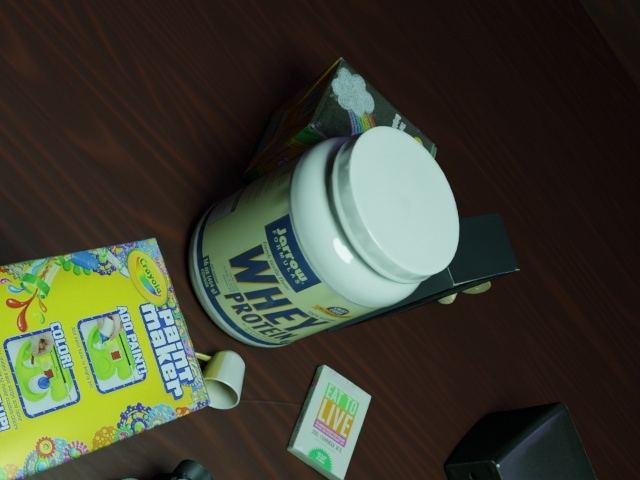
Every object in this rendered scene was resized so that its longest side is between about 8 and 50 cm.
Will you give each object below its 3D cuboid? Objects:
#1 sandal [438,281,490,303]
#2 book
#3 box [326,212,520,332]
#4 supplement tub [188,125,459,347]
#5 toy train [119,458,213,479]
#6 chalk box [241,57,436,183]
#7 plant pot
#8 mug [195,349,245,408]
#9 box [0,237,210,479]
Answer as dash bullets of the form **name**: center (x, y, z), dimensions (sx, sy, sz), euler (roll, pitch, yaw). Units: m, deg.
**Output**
- **sandal**: center (0.236, 0.078, 1.548), dimensions (0.240, 0.088, 0.079), euler (21, 51, -43)
- **book**: center (0.012, 0.270, 1.277), dimensions (0.096, 0.035, 0.144), euler (39, 49, -20)
- **box**: center (0.143, 0.051, 1.338), dimensions (0.184, 0.261, 0.103), euler (-12, 80, -48)
- **supplement tub**: center (0.000, 0.000, 1.171), dimensions (0.235, 0.325, 0.235), euler (21, 57, -37)
- **toy train**: center (-0.200, 0.400, 0.929), dimensions (0.190, 0.142, 0.334), euler (60, 41, -19)
- **chalk box**: center (0.057, -0.107, 1.379), dimensions (0.289, 0.179, 0.180), euler (40, 46, -21)
- **plant pot**: center (0.322, 0.394, 1.425), dimensions (0.167, 0.187, 0.188), euler (-18, 84, -36)
- **mug**: center (-0.135, 0.177, 1.151), dimensions (0.078, 0.062, 0.064), euler (49, 36, -26)
- **box**: center (-0.316, 0.139, 0.814), dimensions (0.279, 0.290, 0.177), euler (-14, 81, -47)
